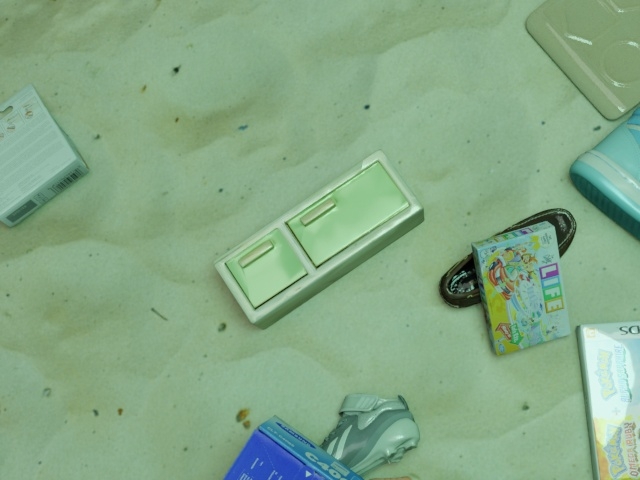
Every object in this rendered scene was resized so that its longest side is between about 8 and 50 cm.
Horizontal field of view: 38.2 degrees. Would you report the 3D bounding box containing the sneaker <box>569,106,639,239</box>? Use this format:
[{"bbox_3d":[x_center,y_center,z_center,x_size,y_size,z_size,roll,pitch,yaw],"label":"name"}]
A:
[{"bbox_3d":[0.503,-0.063,1.172,0.319,0.127,0.208,41,88,12],"label":"sneaker"}]

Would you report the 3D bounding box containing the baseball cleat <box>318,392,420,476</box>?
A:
[{"bbox_3d":[0.027,0.268,1.204,0.206,0.072,0.109,-26,56,4],"label":"baseball cleat"}]

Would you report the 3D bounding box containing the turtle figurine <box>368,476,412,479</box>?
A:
[{"bbox_3d":[0.139,0.430,1.135,0.270,0.087,0.217,24,88,2],"label":"turtle figurine"}]

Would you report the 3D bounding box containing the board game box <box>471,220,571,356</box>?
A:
[{"bbox_3d":[0.257,0.062,1.180,0.104,0.026,0.154,-17,111,-5],"label":"board game box"}]

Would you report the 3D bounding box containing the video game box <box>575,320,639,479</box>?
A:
[{"bbox_3d":[0.431,0.200,1.169,0.187,0.048,0.205,-6,78,8],"label":"video game box"}]

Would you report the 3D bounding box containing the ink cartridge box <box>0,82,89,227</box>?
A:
[{"bbox_3d":[-0.440,-0.126,1.357,0.145,0.045,0.179,-36,58,0],"label":"ink cartridge box"}]

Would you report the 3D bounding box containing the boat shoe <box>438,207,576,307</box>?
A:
[{"bbox_3d":[0.250,0.023,1.214,0.207,0.073,0.073,-35,73,-2],"label":"boat shoe"}]

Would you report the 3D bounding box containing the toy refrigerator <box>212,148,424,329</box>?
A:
[{"bbox_3d":[0.000,0.000,1.238,0.270,0.094,0.102,-34,77,0],"label":"toy refrigerator"}]

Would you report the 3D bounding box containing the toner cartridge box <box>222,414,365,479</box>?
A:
[{"bbox_3d":[-0.091,0.407,1.139,0.165,0.075,0.347,34,98,11],"label":"toner cartridge box"}]

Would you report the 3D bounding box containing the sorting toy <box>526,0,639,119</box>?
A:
[{"bbox_3d":[0.422,-0.295,1.277,0.208,0.038,0.193,-38,77,3],"label":"sorting toy"}]
